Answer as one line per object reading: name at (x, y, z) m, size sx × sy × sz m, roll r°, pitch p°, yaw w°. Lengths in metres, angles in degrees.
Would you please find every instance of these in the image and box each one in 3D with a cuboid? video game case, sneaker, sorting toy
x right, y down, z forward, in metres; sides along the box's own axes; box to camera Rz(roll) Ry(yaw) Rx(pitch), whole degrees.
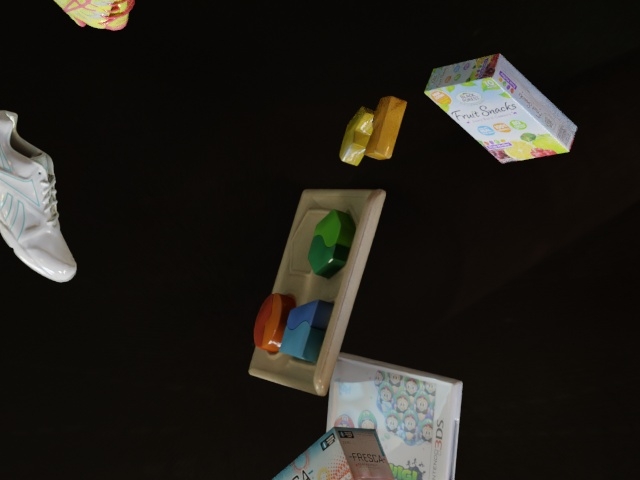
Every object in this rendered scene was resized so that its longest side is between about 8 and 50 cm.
video game case at (0.069, 0.195, 1.573) m, size 0.157 × 0.019 × 0.143 m, roll 10°, pitch 99°, yaw 41°
sneaker at (-0.235, -0.035, 1.264) m, size 0.061 × 0.054 × 0.152 m, roll -31°, pitch 103°, yaw 6°
sneaker at (-0.218, -0.264, 1.637) m, size 0.081 × 0.208 × 0.094 m, roll -38°, pitch 113°, yaw -21°
sorting toy at (0.000, 0.000, 1.632) m, size 0.041 × 0.229 × 0.307 m, roll 18°, pitch 84°, yaw -19°

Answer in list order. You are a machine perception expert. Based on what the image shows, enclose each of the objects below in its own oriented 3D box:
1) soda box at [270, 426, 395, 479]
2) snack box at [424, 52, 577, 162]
soda box at (-0.012, 0.252, 1.528) m, size 0.183 × 0.058 × 0.063 m, roll -43°, pitch 54°, yaw 33°
snack box at (0.196, -0.141, 1.711) m, size 0.141 × 0.100 × 0.037 m, roll 39°, pitch 60°, yaw -32°
